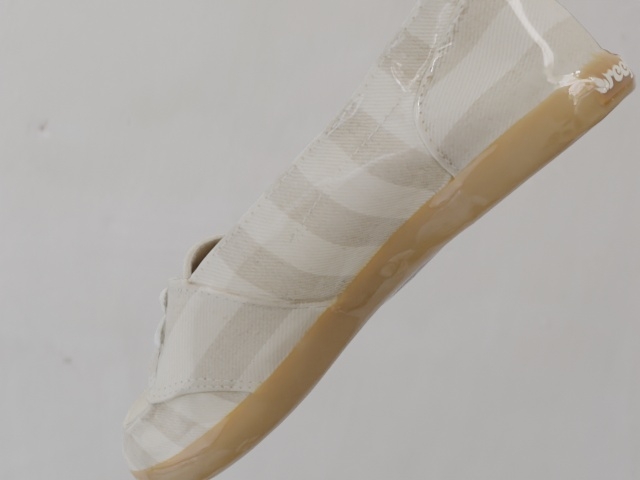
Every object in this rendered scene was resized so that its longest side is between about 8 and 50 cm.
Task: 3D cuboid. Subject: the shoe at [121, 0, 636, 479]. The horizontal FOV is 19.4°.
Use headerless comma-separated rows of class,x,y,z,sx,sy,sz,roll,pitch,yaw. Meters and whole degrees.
shoe,0.000,0.000,0.543,0.058,0.076,0.219,45,-54,-1
